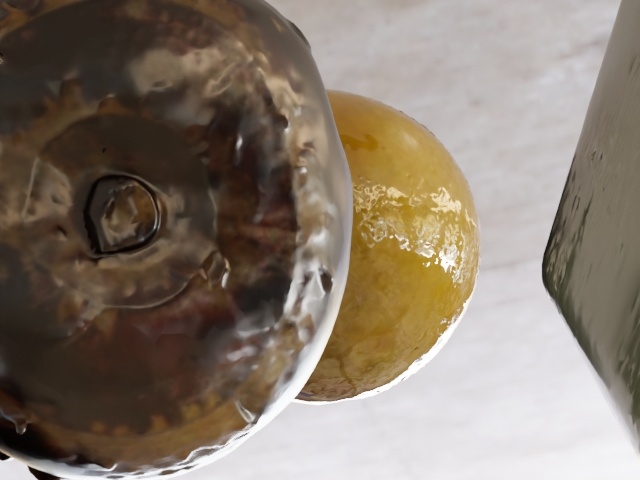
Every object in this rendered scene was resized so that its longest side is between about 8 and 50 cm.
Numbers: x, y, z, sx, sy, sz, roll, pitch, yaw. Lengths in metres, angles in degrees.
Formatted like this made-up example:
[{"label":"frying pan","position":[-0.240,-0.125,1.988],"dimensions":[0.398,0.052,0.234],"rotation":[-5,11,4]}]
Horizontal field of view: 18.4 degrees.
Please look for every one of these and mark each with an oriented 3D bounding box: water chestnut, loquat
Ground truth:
[{"label":"water chestnut","position":[-0.120,-0.010,1.113],"dimensions":[0.300,0.300,0.300],"rotation":[-10,166,-3]},{"label":"loquat","position":[0.000,0.000,1.605],"dimensions":[0.263,0.263,0.263],"rotation":[-10,166,-3]}]

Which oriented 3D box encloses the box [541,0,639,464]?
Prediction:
[{"label":"box","position":[0.234,-0.057,0.830],"dimensions":[0.177,0.352,0.344],"rotation":[14,-167,-7]}]
